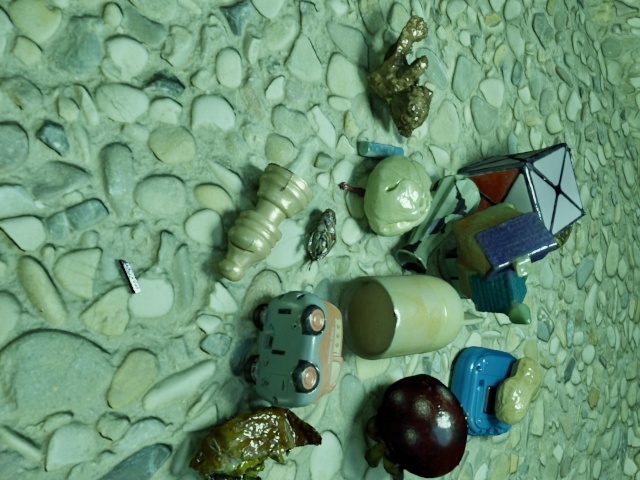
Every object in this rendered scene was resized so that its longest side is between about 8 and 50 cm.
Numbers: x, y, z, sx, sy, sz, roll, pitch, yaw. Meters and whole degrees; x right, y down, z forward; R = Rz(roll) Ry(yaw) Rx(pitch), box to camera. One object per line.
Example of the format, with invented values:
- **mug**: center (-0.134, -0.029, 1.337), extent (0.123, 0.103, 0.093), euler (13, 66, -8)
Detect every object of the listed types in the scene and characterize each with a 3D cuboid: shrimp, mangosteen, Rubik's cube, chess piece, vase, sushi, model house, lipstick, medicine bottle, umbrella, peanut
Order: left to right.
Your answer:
- **sushi**: center (-0.159, 0.496, 1.195), extent (0.297, 0.167, 0.179), euler (-1, 66, -45)
- **chess piece**: center (-0.148, -0.030, 1.254), extent (0.307, 0.124, 0.138), euler (-60, 154, -19)
- **shrimp**: center (-0.001, 0.000, 1.391), extent (0.190, 0.075, 0.073), euler (-64, 156, -9)
- **umbrella**: center (0.124, -0.147, 1.524), extent (0.165, 0.025, 0.027), euler (14, 96, -35)
- **lipstick**: center (0.191, -0.278, 1.566), extent (0.158, 0.048, 0.047), euler (1, 88, -38)
- **medicine bottle**: center (0.280, 0.219, 1.497), extent (0.407, 0.236, 0.235), euler (3, 86, -38)
- **mangosteen**: center (0.281, 0.537, 1.467), extent (0.297, 0.294, 0.296), euler (3, 90, -76)
- **vase**: center (0.384, -0.057, 1.655), extent (0.360, 0.165, 0.165), euler (-51, 118, -23)
- **Rubik's cube**: center (0.573, 0.097, 1.781), extent (0.184, 0.167, 0.180), euler (-26, 104, -38)
- **model house**: center (0.562, 0.076, 1.504), extent (0.246, 0.280, 0.311), euler (-19, 108, -6)
- **peanut**: center (0.686, 0.514, 1.752), extent (0.125, 0.111, 0.274), euler (50, 55, -9)
- **Rubik's cube**: center (0.729, -0.168, 1.838), extent (0.310, 0.305, 0.306), euler (-24, 100, -34)

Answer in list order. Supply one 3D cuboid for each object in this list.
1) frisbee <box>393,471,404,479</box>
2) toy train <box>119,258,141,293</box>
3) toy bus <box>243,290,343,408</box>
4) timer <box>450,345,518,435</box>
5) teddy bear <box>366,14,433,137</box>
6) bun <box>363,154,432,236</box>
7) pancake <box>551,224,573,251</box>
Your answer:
- **frisbee**: center (0.239, 0.832, 1.583), extent (0.187, 0.012, 0.210), euler (-36, 110, -33)
- **toy train**: center (-0.413, 0.076, 1.089), extent (0.017, 0.017, 0.083), euler (-29, 106, -38)
- **toy bus**: center (-0.044, 0.276, 1.277), extent (0.232, 0.194, 0.287), euler (21, 70, -51)
- **timer**: center (0.608, 0.550, 1.826), extent (0.340, 0.115, 0.308), euler (18, 80, -38)
- **teddy bear**: center (0.278, -0.501, 1.536), extent (0.223, 0.246, 0.296), euler (35, 75, -4)
- **bun**: center (0.250, -0.136, 1.520), extent (0.259, 0.160, 0.258), euler (-5, 97, -50)
- **pancake**: center (0.866, -0.093, 1.987), extent (0.033, 0.286, 0.288), euler (-9, 52, -34)
